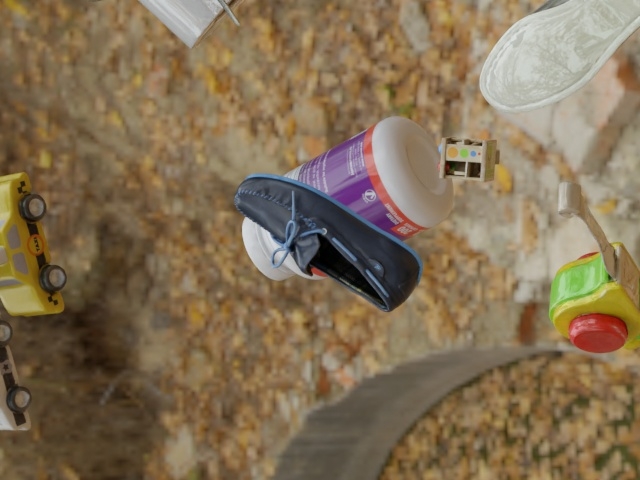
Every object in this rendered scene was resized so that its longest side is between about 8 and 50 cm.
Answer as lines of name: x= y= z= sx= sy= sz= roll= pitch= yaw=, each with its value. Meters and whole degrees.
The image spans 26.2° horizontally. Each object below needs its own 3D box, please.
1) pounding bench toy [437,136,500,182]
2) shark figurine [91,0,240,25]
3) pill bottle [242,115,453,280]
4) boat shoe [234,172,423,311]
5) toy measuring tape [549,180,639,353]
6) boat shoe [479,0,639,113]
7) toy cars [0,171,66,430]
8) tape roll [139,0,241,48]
pounding bench toy: x=0.187 y=-0.103 z=1.736 sx=0.083 sy=0.065 sz=0.052 roll=-15 pitch=-71 yaw=-68
shark figurine: x=-0.155 y=-0.249 z=1.144 sx=0.166 sy=0.116 sz=0.278 roll=58 pitch=175 yaw=12
pill bottle: x=0.037 y=-0.053 z=2.159 sx=0.323 sy=0.181 sz=0.181 roll=-27 pitch=58 yaw=31
boat shoe: x=0.000 y=0.000 z=1.705 sx=0.089 sy=0.258 sz=0.109 roll=-56 pitch=-18 yaw=-29
toy measuring tape: x=0.300 y=0.042 z=1.596 sx=0.121 sy=0.330 sz=0.121 roll=-17 pitch=51 yaw=23
boat shoe: x=0.316 y=-0.261 z=1.624 sx=0.305 sy=0.109 sz=0.091 roll=-40 pitch=4 yaw=32
toy cars: x=-0.430 y=0.096 z=1.790 sx=0.176 sy=0.087 sz=0.393 roll=38 pitch=126 yaw=24
tape roll: x=-0.168 y=-0.424 z=2.014 sx=0.246 sy=0.169 sz=0.246 roll=-46 pitch=7 yaw=7
